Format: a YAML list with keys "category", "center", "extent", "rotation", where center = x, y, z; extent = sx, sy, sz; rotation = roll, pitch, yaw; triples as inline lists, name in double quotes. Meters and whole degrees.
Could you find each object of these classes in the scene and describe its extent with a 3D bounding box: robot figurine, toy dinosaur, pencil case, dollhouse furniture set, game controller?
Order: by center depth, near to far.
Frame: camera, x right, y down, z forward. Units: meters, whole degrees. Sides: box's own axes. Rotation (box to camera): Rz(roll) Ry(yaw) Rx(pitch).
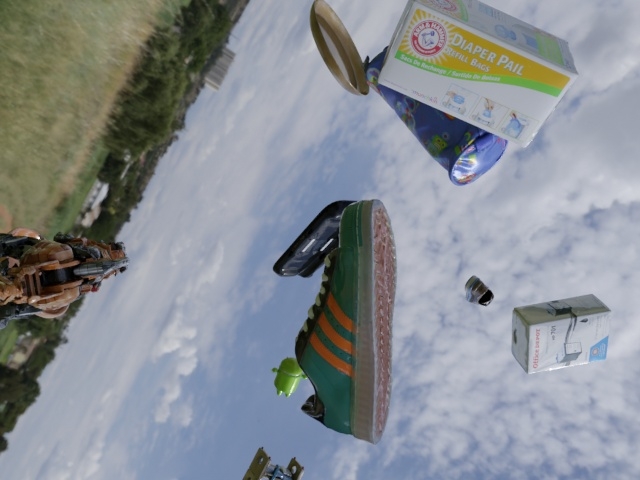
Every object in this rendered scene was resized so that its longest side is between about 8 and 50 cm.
- category: "toy dinosaur"
  center: [-0.417, 0.041, 0.762]
  extent: [0.322, 0.218, 0.164]
  rotation: [50, 37, -73]
- category: "pencil case"
  center: [0.204, -0.245, 0.952]
  extent: [0.119, 0.133, 0.306]
  rotation: [-31, -115, -5]
- category: "dollhouse furniture set"
  center: [-0.102, 0.656, 1.361]
  extent: [0.183, 0.129, 0.129]
  rotation: [18, -101, 59]
- category: "game controller"
  center: [0.000, 0.000, 1.420]
  extent: [0.319, 0.166, 0.067]
  rotation: [-47, -129, 34]
- category: "robot figurine"
  center: [-0.087, 0.372, 1.429]
  extent: [0.067, 0.101, 0.115]
  rotation: [-106, -146, -69]

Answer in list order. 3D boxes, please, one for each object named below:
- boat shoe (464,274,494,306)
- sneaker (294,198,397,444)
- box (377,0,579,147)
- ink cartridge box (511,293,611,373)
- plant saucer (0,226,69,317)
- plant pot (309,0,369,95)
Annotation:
- category: "boat shoe"
  center: [0.466, 0.161, 1.517]
  extent: [0.066, 0.183, 0.066]
  rotation: [41, -88, 31]
- category: "sneaker"
  center: [0.022, 0.098, 0.626]
  extent: [0.108, 0.121, 0.302]
  rotation: [-28, 122, -64]
- category: "box"
  center: [0.185, -0.218, 0.632]
  extent: [0.114, 0.203, 0.103]
  rotation: [-69, -177, -48]
- category: "ink cartridge box"
  center: [0.547, 0.213, 1.189]
  extent: [0.082, 0.190, 0.140]
  rotation: [-109, -171, -65]
- category: "plant saucer"
  center: [-0.592, 0.070, 1.072]
  extent: [0.037, 0.200, 0.200]
  rotation: [-22, -152, 0]
- category: "plant pot"
  center: [0.040, -0.428, 1.175]
  extent: [0.032, 0.236, 0.236]
  rotation: [-23, -141, 25]
